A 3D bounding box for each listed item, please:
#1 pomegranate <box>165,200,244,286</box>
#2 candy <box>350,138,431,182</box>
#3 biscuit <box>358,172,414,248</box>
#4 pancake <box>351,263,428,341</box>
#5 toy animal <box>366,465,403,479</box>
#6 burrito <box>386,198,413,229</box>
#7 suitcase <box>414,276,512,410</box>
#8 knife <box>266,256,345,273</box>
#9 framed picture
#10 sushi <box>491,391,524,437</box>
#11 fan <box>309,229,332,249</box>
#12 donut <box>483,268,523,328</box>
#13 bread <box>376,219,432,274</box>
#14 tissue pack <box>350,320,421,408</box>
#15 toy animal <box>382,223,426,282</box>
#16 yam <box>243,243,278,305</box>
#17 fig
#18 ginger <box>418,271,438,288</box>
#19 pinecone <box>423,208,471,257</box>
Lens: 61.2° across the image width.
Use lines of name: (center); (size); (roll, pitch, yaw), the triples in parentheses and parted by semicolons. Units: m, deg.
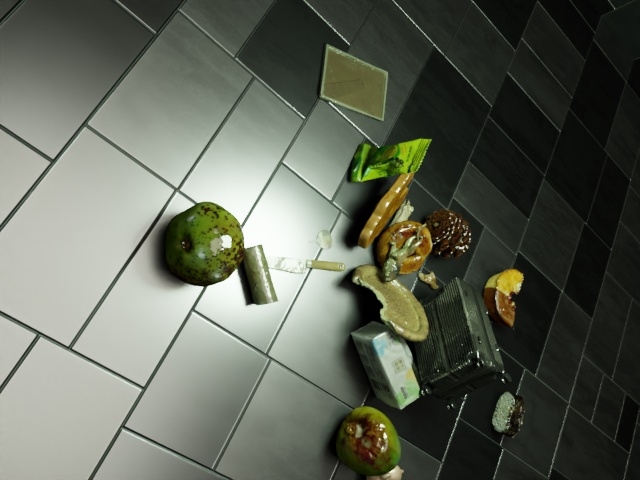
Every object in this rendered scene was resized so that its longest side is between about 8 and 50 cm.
pomegranate: (-0.279, 0.016, 1.384); (0.248, 0.214, 0.214); (24, 66, -68)
candy: (0.215, -0.248, 1.686); (0.069, 0.246, 0.149); (43, 56, -41)
biscuit: (0.201, -0.098, 1.699); (0.044, 0.186, 0.295); (30, 58, 16)
pancake: (0.214, 0.181, 1.639); (0.286, 0.033, 0.288); (32, 26, -17)
toy animal: (0.192, 0.706, 1.625); (0.150, 0.089, 0.083); (6, 97, -45)
burrito: (0.262, -0.060, 1.801); (0.051, 0.042, 0.171); (43, 61, -29)
suitcase: (0.411, 0.310, 1.660); (0.152, 0.230, 0.335); (34, 34, -29)
knife: (-0.052, 0.076, 1.599); (0.298, 0.017, 0.047); (8, 86, -31)
framed picture: (0.115, -0.515, 1.779); (0.260, 0.023, 0.188); (13, 77, -30)
sushi: (0.674, 0.622, 1.938); (0.078, 0.090, 0.150); (26, 72, -23)
fan: (0.004, -0.007, 1.653); (0.080, 0.003, 0.060); (23, 72, -28)
donut: (0.663, 0.198, 1.990); (0.141, 0.085, 0.217); (34, 66, -23)
bread: (0.268, 0.022, 1.747); (0.193, 0.064, 0.193); (-5, 109, -14)
tissue pack: (0.216, 0.361, 1.634); (0.145, 0.159, 0.229); (-25, 96, -19)
toy animal: (0.254, 0.029, 1.679); (0.219, 0.069, 0.086); (-50, 127, 1)
yam: (-0.171, 0.097, 1.492); (0.068, 0.068, 0.169); (-18, 92, -33)
fig: (0.146, 0.585, 1.559); (0.191, 0.181, 0.181); (48, 62, -16)
ginger: (0.377, 0.130, 1.852); (0.097, 0.030, 0.048); (35, 68, -25)
pinecone: (0.436, -0.011, 1.840); (0.165, 0.163, 0.162); (39, 64, -40)
